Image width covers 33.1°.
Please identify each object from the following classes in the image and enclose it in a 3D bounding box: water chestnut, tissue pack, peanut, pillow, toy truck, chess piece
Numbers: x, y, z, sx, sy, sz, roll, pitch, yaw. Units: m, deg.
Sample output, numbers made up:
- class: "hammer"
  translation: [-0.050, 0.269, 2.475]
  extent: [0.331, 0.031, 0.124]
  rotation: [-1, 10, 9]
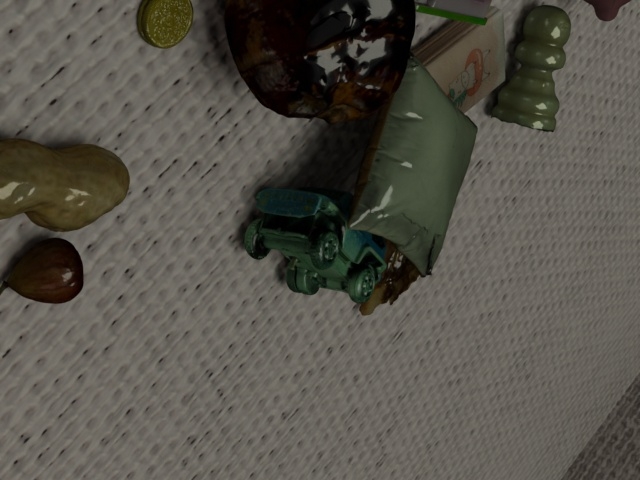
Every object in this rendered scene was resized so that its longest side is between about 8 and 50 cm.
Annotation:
- class: "water chestnut"
  translation: [0.002, -0.305, 1.530]
  extent: [0.289, 0.244, 0.289]
  rotation: [-9, 122, -15]
- class: "tissue pack"
  translation: [0.215, -0.284, 1.952]
  extent: [0.325, 0.071, 0.170]
  rotation: [-40, 141, -29]
- class: "peanut"
  translation: [-0.349, -0.071, 1.343]
  extent: [0.263, 0.101, 0.117]
  rotation: [4, 90, -53]
- class: "pillow"
  translation: [0.162, -0.121, 1.816]
  extent: [0.312, 0.119, 0.310]
  rotation: [32, 77, -57]
- class: "toy truck"
  translation: [0.000, 0.000, 1.802]
  extent: [0.279, 0.155, 0.156]
  rotation: [45, 58, -54]
- class: "chess piece"
  translation: [0.436, -0.349, 2.156]
  extent: [0.133, 0.133, 0.243]
  rotation: [-3, 110, -51]

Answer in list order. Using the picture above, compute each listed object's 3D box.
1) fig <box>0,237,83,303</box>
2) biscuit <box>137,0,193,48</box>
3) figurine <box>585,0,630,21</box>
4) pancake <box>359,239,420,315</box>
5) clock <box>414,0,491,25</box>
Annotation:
- class: "fig"
  translation: [-0.377, 0.048, 1.419]
  extent: [0.125, 0.089, 0.088]
  rotation: [-16, 128, -19]
- class: "biscuit"
  translation: [-0.207, -0.298, 1.440]
  extent: [0.084, 0.023, 0.084]
  rotation: [-30, 134, -37]
- class: "figurine"
  translation: [0.583, -0.549, 2.169]
  extent: [0.173, 0.173, 0.173]
  rotation: [-31, 135, -37]
- class: "pancake"
  translation: [0.166, 0.009, 2.103]
  extent: [0.257, 0.056, 0.212]
  rotation: [-45, 150, -36]
- class: "clock"
  translation: [0.218, -0.522, 1.719]
  extent: [0.235, 0.166, 0.309]
  rotation: [-4, 123, -51]
